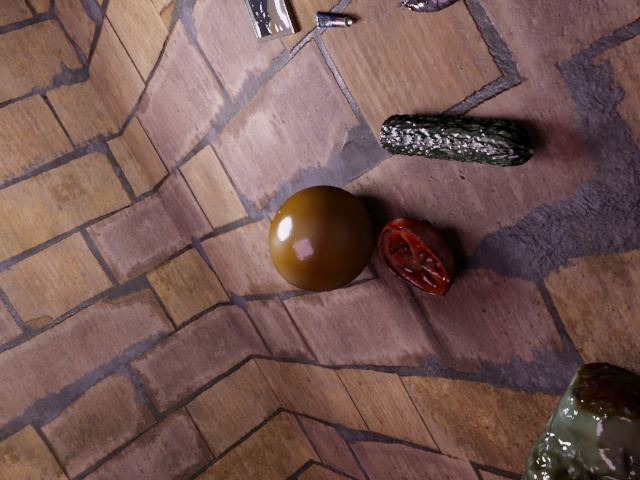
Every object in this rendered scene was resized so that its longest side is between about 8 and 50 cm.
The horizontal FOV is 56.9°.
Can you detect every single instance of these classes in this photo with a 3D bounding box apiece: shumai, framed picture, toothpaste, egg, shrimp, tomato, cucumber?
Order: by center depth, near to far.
[{"bbox_3d":[0.197,-0.444,1.072,0.165,0.065,0.057,19,169,48],"label":"shrimp"},{"bbox_3d":[0.573,0.407,1.137,0.324,0.397,0.323,11,99,30],"label":"shumai"},{"bbox_3d":[0.272,-0.203,1.175,0.359,0.096,0.096,15,131,49],"label":"cucumber"},{"bbox_3d":[0.030,-0.496,1.336,0.140,0.021,0.037,27,135,48],"label":"toothpaste"},{"bbox_3d":[0.248,0.027,1.442,0.228,0.101,0.228,39,154,23],"label":"tomato"},{"bbox_3d":[-0.153,-0.640,1.488,0.192,0.018,0.265,12,128,55],"label":"framed picture"},{"bbox_3d":[0.000,0.000,1.608,0.282,0.283,0.351,53,151,10],"label":"egg"}]
